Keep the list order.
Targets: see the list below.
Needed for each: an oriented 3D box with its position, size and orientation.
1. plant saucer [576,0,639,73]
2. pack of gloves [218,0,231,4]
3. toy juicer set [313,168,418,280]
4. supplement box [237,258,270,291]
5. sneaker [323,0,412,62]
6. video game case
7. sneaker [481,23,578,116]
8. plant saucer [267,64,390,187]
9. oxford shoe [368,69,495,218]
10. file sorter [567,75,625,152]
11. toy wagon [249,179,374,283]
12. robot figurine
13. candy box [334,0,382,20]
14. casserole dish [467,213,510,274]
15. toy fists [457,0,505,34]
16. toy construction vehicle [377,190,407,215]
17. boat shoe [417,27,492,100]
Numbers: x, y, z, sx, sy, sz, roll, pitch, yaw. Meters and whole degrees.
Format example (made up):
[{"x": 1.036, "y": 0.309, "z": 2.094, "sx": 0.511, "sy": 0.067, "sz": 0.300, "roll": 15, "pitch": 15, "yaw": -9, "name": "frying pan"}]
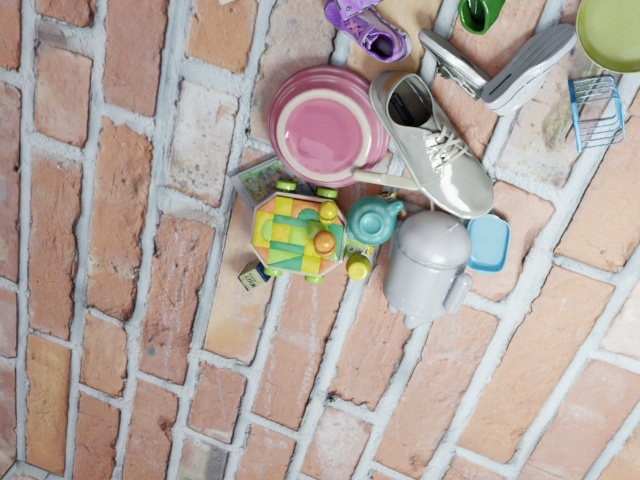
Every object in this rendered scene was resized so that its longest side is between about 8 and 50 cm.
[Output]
[{"x": 0.684, "y": -0.488, "z": 1.610, "sx": 0.240, "sy": 0.037, "sz": 0.241, "roll": 6, "pitch": 120, "yaw": 11, "name": "plant saucer"}, {"x": -0.200, "y": -0.722, "z": 1.793, "sx": 0.195, "sy": 0.046, "sz": 0.232, "roll": -17, "pitch": 116, "yaw": 14, "name": "pack of gloves"}, {"x": 0.105, "y": -0.071, "z": 1.952, "sx": 0.209, "sy": 0.089, "sz": 0.329, "roll": 30, "pitch": 104, "yaw": -3, "name": "toy juicer set"}, {"x": -0.192, "y": 0.098, "z": 2.229, "sx": 0.083, "sy": 0.083, "sz": 0.056, "roll": -26, "pitch": 107, "yaw": 31, "name": "supplement box"}, {"x": 0.108, "y": -0.503, "z": 1.766, "sx": 0.236, "sy": 0.104, "sz": 0.095, "roll": 34, "pitch": 125, "yaw": -1, "name": "sneaker"}, {"x": -0.129, "y": -0.138, "z": 2.107, "sx": 0.212, "sy": 0.023, "sz": 0.193, "roll": -20, "pitch": 111, "yaw": 27, "name": "video game case"}, {"x": 0.493, "y": -0.394, "z": 1.717, "sx": 0.258, "sy": 0.094, "sz": 0.091, "roll": -40, "pitch": 139, "yaw": 23, "name": "sneaker"}, {"x": 0.016, "y": -0.284, "z": 1.922, "sx": 0.331, "sy": 0.084, "sz": 0.332, "roll": 6, "pitch": 119, "yaw": 10, "name": "plant saucer"}, {"x": 0.284, "y": -0.232, "z": 1.820, "sx": 0.169, "sy": 0.130, "sz": 0.449, "roll": -41, "pitch": 102, "yaw": -12, "name": "oxford shoe"}, {"x": 0.625, "y": -0.293, "z": 1.672, "sx": 0.104, "sy": 0.170, "sz": 0.118, "roll": -8, "pitch": 116, "yaw": 20, "name": "file sorter"}, {"x": -0.019, "y": -0.016, "z": 2.038, "sx": 0.344, "sy": 0.068, "sz": 0.267, "roll": 10, "pitch": 101, "yaw": 7, "name": "toy wagon"}, {"x": 0.286, "y": 0.068, "z": 1.977, "sx": 0.300, "sy": 0.199, "sz": 0.354, "roll": 40, "pitch": 132, "yaw": 37, "name": "robot figurine"}, {"x": 0.105, "y": -0.621, "z": 1.676, "sx": 0.196, "sy": 0.070, "sz": 0.165, "roll": -25, "pitch": 105, "yaw": 8, "name": "candy box"}, {"x": 0.450, "y": 0.006, "z": 1.985, "sx": 0.114, "sy": 0.037, "sz": 0.189, "roll": 9, "pitch": 122, "yaw": 14, "name": "casserole dish"}, {"x": 0.342, "y": -0.594, "z": 1.594, "sx": 0.096, "sy": 0.142, "sz": 0.279, "roll": 16, "pitch": 146, "yaw": 36, "name": "toy fists"}, {"x": 0.185, "y": -0.089, "z": 2.000, "sx": 0.098, "sy": 0.035, "sz": 0.086, "roll": -4, "pitch": 111, "yaw": 56, "name": "toy construction vehicle"}, {"x": 0.310, "y": -0.418, "z": 1.762, "sx": 0.219, "sy": 0.078, "sz": 0.070, "roll": 38, "pitch": 123, "yaw": -7, "name": "boat shoe"}]
